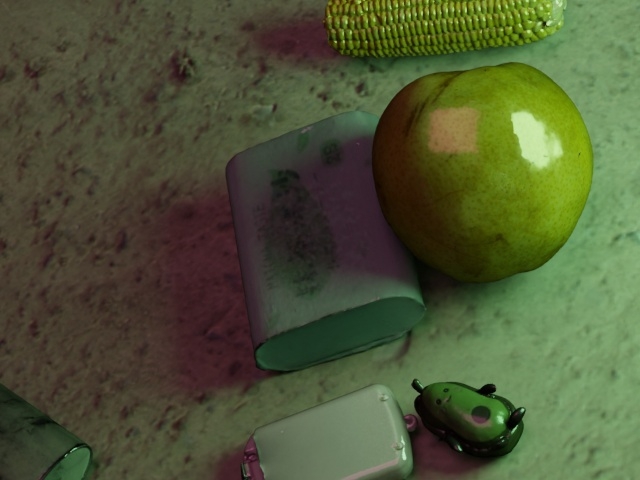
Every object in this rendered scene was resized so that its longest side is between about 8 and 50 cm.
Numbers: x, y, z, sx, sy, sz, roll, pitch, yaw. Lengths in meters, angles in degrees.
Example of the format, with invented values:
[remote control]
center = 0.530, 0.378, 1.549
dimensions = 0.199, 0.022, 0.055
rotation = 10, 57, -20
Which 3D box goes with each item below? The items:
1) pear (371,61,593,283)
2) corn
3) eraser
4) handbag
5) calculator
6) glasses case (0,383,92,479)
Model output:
[pear]
center = 0.152, -0.061, 1.700
dimensions = 0.208, 0.209, 0.209
rotation = -10, 57, 16
[corn]
center = 0.129, -0.232, 1.883
dimensions = 0.248, 0.081, 0.081
rotation = -4, 59, 20
[eraser]
center = 0.000, 0.000, 1.790
dimensions = 0.174, 0.081, 0.227
rotation = -18, 56, 11
[handbag]
center = 0.130, 0.159, 1.660
dimensions = 0.111, 0.047, 0.072
rotation = 23, 69, 29
[calculator]
center = 0.008, 0.196, 1.693
dimensions = 0.175, 0.032, 0.100
rotation = -21, 55, 8
[glasses case]
center = -0.363, 0.180, 1.832
dimensions = 0.299, 0.060, 0.114
rotation = 29, 71, 33
